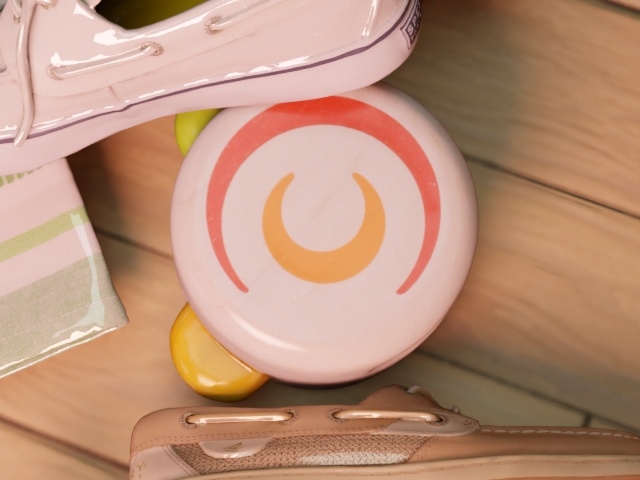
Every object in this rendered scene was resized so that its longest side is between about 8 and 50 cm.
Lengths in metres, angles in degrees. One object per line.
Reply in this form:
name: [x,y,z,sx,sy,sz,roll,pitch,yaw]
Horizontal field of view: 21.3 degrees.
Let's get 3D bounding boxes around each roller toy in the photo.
roller toy: [0.000,0.000,1.094,0.191,0.146,0.209,2,79,-3]

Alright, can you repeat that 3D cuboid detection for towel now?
towel: [-0.299,-0.047,1.147,0.248,0.038,0.324,-23,82,8]

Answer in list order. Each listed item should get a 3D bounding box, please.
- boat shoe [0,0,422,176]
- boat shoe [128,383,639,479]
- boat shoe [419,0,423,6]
boat shoe: [-0.133,-0.143,1.009,0.367,0.156,0.135,-8,51,13]
boat shoe: [0.051,0.140,1.062,0.341,0.121,0.110,-1,50,-7]
boat shoe: [-0.091,-0.210,1.122,0.355,0.130,0.132,19,100,-13]
